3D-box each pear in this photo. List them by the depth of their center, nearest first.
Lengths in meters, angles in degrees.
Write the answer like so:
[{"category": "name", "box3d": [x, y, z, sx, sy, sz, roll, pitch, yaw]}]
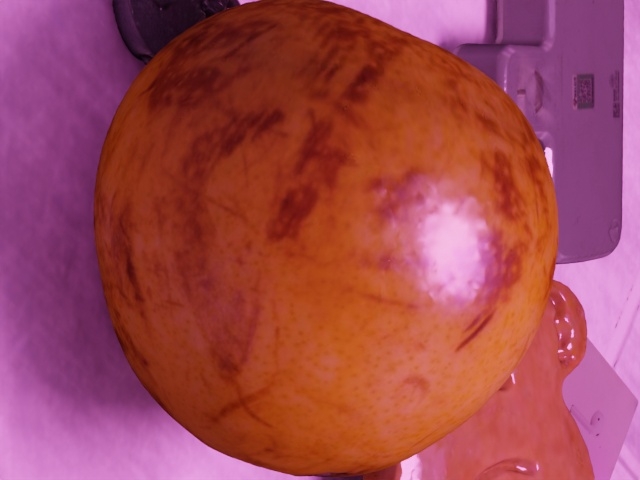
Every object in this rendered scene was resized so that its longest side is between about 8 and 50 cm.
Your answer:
[{"category": "pear", "box3d": [0.000, 0.000, 1.099, 0.281, 0.281, 0.280, -7, 99, -49]}]

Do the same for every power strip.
[{"category": "power strip", "box3d": [0.165, -0.113, 1.436, 0.194, 0.059, 0.265, -6, 98, -54]}]

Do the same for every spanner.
[{"category": "spanner", "box3d": [-0.024, -0.111, 1.239, 0.325, 0.026, 0.093, 29, 72, -48]}]

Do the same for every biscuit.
[{"category": "biscuit", "box3d": [0.101, 0.119, 1.329, 0.275, 0.052, 0.355, -13, 91, -40]}]

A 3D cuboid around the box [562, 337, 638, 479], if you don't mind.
[{"category": "box", "box3d": [0.186, 0.149, 1.493, 0.129, 0.051, 0.130, 47, 60, -41]}]
